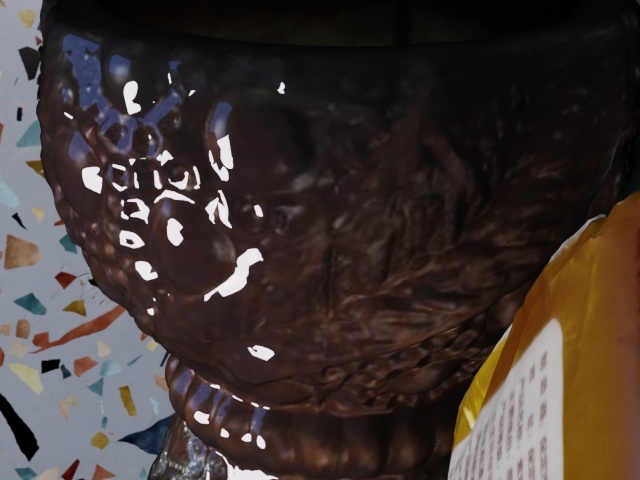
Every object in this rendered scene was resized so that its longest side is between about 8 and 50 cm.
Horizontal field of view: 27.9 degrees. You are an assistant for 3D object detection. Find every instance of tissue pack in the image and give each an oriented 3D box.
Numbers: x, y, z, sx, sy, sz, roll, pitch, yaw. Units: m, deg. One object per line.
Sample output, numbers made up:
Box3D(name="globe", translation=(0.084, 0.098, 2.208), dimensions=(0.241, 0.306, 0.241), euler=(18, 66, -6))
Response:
Box3D(name="tissue pack", translation=(0.088, 0.121, 0.353), dimensions=(0.183, 0.092, 0.226), euler=(115, 166, -59))

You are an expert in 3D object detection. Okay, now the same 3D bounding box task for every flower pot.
Box3D(name="flower pot", translation=(0.008, 0.012, 0.603), dimensions=(0.266, 0.267, 0.267), euler=(-95, 4, -68))
